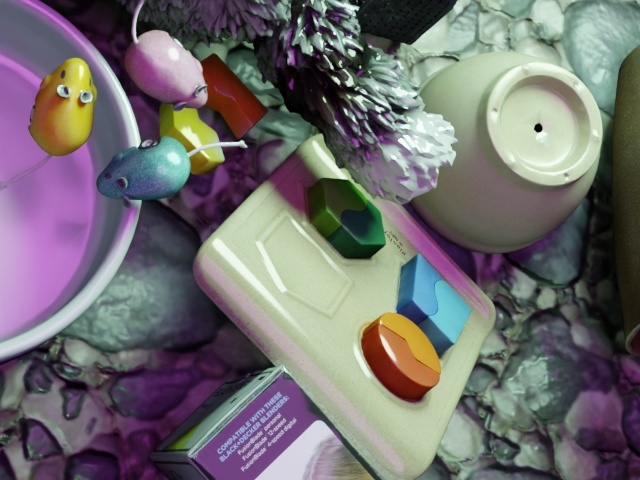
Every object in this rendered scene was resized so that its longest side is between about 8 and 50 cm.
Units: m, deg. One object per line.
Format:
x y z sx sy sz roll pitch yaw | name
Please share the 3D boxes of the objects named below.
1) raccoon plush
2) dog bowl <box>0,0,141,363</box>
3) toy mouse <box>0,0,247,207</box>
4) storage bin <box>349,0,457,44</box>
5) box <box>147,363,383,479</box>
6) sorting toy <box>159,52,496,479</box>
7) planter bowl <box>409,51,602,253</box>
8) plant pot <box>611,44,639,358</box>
-0.100 -0.191 0.843 0.446 0.216 0.299 46 38 7 | raccoon plush
-0.259 -0.040 0.896 0.265 0.104 0.264 3 79 -18 | dog bowl
-0.109 -0.073 0.844 0.143 0.031 0.161 18 112 -25 | toy mouse
0.062 -0.258 1.030 0.084 0.122 0.180 14 76 -14 | storage bin
0.018 0.223 0.903 0.087 0.169 0.290 -42 95 -18 | box
0.000 0.000 0.947 0.307 0.041 0.229 47 33 -5 | sorting toy
0.152 -0.078 1.032 0.162 0.109 0.162 4 78 -18 | planter bowl
0.318 -0.049 1.044 0.215 0.215 0.230 -3 67 -18 | plant pot
